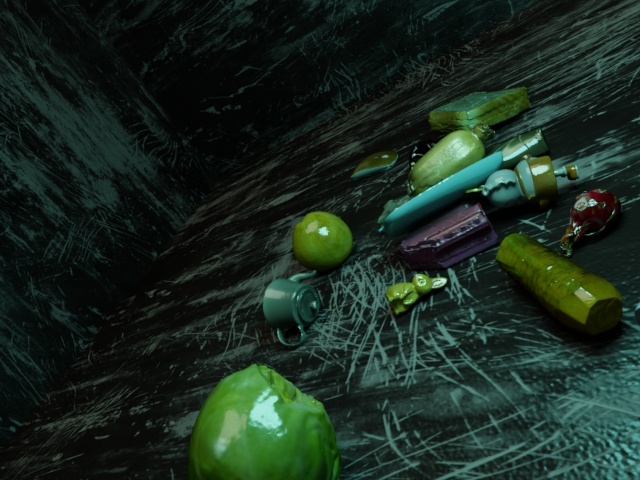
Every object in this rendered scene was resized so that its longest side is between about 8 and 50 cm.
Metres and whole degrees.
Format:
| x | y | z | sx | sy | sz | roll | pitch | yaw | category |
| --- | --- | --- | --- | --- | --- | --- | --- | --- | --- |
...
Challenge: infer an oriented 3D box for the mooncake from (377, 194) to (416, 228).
| x | y | z | sx | sy | sz | roll | pitch | yaw | category |
| --- | --- | --- | --- | --- | --- | --- | --- | --- | --- |
| 0.259 | -0.087 | 1.625 | 0.125 | 0.073 | 0.130 | -14 | 31 | 48 | mooncake |

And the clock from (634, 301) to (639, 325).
| x | y | z | sx | sy | sz | roll | pitch | yaw | category |
| --- | --- | --- | --- | --- | --- | --- | --- | --- | --- |
| 0.620 | 0.052 | 0.739 | 0.254 | 0.189 | 0.189 | -50 | 26 | -24 | clock |

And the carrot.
| x | y | z | sx | sy | sz | roll | pitch | yaw | category |
| --- | --- | --- | --- | --- | --- | --- | --- | --- | --- |
| 0.466 | 0.081 | 0.978 | 0.114 | 0.114 | 0.302 | -35 | 21 | 5 | carrot |

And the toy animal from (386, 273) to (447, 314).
| x | y | z | sx | sy | sz | roll | pitch | yaw | category |
| --- | --- | --- | --- | --- | --- | --- | --- | --- | --- |
| 0.249 | 0.123 | 1.265 | 0.159 | 0.070 | 0.083 | -27 | 23 | 10 | toy animal |

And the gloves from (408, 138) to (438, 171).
| x | y | z | sx | sy | sz | roll | pitch | yaw | category |
| --- | --- | --- | --- | --- | --- | --- | --- | --- | --- |
| 0.387 | -0.274 | 1.749 | 0.164 | 0.124 | 0.203 | -47 | 36 | 37 | gloves |

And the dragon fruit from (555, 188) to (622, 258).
| x | y | z | sx | sy | sz | roll | pitch | yaw | category |
| --- | --- | --- | --- | --- | --- | --- | --- | --- | --- |
| 0.585 | -0.042 | 1.075 | 0.190 | 0.094 | 0.094 | -46 | 24 | -8 | dragon fruit |

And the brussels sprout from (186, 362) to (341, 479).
| x | y | z | sx | sy | sz | roll | pitch | yaw | category |
| --- | --- | --- | --- | --- | --- | --- | --- | --- | --- |
| -0.087 | 0.398 | 0.904 | 0.268 | 0.344 | 0.344 | -10 | 34 | 34 | brussels sprout |

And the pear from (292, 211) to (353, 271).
| x | y | z | sx | sy | sz | roll | pitch | yaw | category |
| --- | --- | --- | --- | --- | --- | --- | --- | --- | --- |
| 0.000 | 0.000 | 1.669 | 0.209 | 0.209 | 0.209 | -30 | 24 | 15 | pear |

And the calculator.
| x | y | z | sx | sy | sz | roll | pitch | yaw | category |
| --- | --- | --- | --- | --- | --- | --- | --- | --- | --- |
| 0.340 | -0.112 | 1.403 | 0.386 | 0.054 | 0.256 | -26 | -16 | 1 | calculator |

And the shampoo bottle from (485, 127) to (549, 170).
| x | y | z | sx | sy | sz | roll | pitch | yaw | category |
| --- | --- | --- | --- | --- | --- | --- | --- | --- | --- |
| 0.525 | -0.243 | 1.527 | 0.350 | 0.084 | 0.125 | -23 | 14 | 28 | shampoo bottle |

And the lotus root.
| x | y | z | sx | sy | sz | roll | pitch | yaw | category |
| --- | --- | --- | --- | --- | --- | --- | --- | --- | --- |
| 0.388 | -0.230 | 1.469 | 0.303 | 0.146 | 0.131 | -39 | -22 | 16 | lotus root |

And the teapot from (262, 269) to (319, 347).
| x | y | z | sx | sy | sz | roll | pitch | yaw | category |
| --- | --- | --- | --- | --- | --- | --- | --- | --- | --- |
| -0.068 | 0.205 | 1.476 | 0.149 | 0.162 | 0.239 | -3 | 64 | 35 | teapot |

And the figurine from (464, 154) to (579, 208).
| x | y | z | sx | sy | sz | roll | pitch | yaw | category |
| --- | --- | --- | --- | --- | --- | --- | --- | --- | --- |
| 0.517 | -0.153 | 1.265 | 0.271 | 0.143 | 0.143 | 4 | 39 | 18 | figurine |

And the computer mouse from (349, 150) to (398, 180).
| x | y | z | sx | sy | sz | roll | pitch | yaw | category |
| --- | --- | --- | --- | --- | --- | --- | --- | --- | --- |
| 0.229 | -0.336 | 2.156 | 0.245 | 0.056 | 0.126 | -12 | 34 | 42 | computer mouse |

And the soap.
| x | y | z | sx | sy | sz | roll | pitch | yaw | category |
| --- | --- | --- | --- | --- | --- | --- | --- | --- | --- |
| 0.341 | -0.013 | 1.341 | 0.250 | 0.099 | 0.162 | -27 | 25 | 20 | soap |

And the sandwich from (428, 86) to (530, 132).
| x | y | z | sx | sy | sz | roll | pitch | yaw | category |
| --- | --- | --- | --- | --- | --- | --- | --- | --- | --- |
| 0.572 | -0.485 | 1.827 | 0.271 | 0.099 | 0.301 | -22 | 19 | -15 | sandwich |
